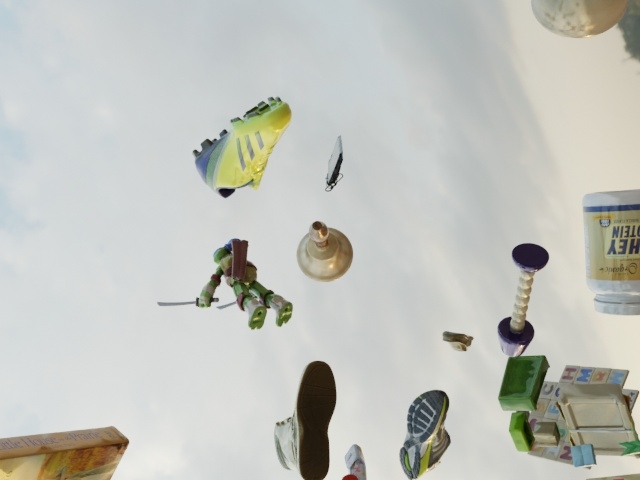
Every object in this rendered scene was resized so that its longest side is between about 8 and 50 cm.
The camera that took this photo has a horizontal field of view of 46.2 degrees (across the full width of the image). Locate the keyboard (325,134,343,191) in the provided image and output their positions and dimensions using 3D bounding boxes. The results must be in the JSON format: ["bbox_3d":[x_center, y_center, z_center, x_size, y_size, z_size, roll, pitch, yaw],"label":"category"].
[{"bbox_3d":[0.041,-0.166,1.656,0.038,0.100,0.192,20,-161,-5],"label":"keyboard"}]

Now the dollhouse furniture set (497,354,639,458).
[{"bbox_3d":[0.605,0.394,1.793,0.151,0.301,0.197,-54,-54,-47],"label":"dollhouse furniture set"}]

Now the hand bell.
[{"bbox_3d":[0.000,0.000,1.537,0.242,0.126,0.126,73,-177,-74],"label":"hand bell"}]

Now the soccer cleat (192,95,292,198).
[{"bbox_3d":[-0.117,-0.151,1.267,0.093,0.289,0.121,-37,-81,-35],"label":"soccer cleat"}]

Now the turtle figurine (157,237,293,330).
[{"bbox_3d":[-0.215,0.157,1.934,0.266,0.274,0.198,37,174,38],"label":"turtle figurine"}]

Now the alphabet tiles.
[{"bbox_3d":[0.686,0.462,2.005,0.011,0.342,0.285,36,-109,-17],"label":"alphabet tiles"}]

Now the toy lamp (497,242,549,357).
[{"bbox_3d":[0.401,0.130,1.508,0.080,0.080,0.274,-76,-14,-48],"label":"toy lamp"}]

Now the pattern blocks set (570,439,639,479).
[{"bbox_3d":[0.617,0.571,1.519,0.026,0.285,0.325,30,-121,-46],"label":"pattern blocks set"}]

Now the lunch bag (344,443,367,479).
[{"bbox_3d":[0.091,0.576,1.934,0.071,0.053,0.083,-105,11,-70],"label":"lunch bag"}]

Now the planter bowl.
[{"bbox_3d":[0.440,-0.440,1.261,0.109,0.162,0.162,64,-164,-64],"label":"planter bowl"}]

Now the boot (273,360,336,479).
[{"bbox_3d":[-0.033,0.331,1.401,0.077,0.165,0.213,6,-100,-19],"label":"boot"}]

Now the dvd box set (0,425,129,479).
[{"bbox_3d":[-0.542,0.476,1.289,0.062,0.307,0.420,29,-177,25],"label":"dvd box set"}]

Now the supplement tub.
[{"bbox_3d":[0.810,0.026,1.960,0.228,0.228,0.316,-10,-83,-62],"label":"supplement tub"}]

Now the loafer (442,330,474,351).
[{"bbox_3d":[0.380,0.280,2.066,0.148,0.056,0.050,17,-99,-50],"label":"loafer"}]

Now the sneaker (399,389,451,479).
[{"bbox_3d":[0.309,0.533,2.100,0.121,0.300,0.111,-9,-144,-34],"label":"sneaker"}]

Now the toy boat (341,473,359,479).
[{"bbox_3d":[0.104,0.697,1.723,0.318,0.267,0.148,-112,15,-59],"label":"toy boat"}]
